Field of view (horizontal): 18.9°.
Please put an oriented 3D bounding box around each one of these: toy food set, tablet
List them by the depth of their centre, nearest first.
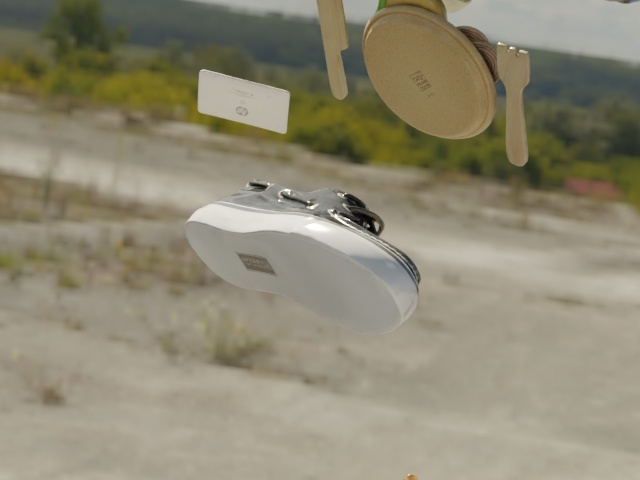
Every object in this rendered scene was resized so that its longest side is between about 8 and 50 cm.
[{"bbox_3d":[0.088,-0.137,1.481,0.192,0.132,0.038,24,52,29],"label":"toy food set"},{"bbox_3d":[-0.069,-0.123,1.703,0.083,0.054,0.006,15,50,7],"label":"tablet"}]

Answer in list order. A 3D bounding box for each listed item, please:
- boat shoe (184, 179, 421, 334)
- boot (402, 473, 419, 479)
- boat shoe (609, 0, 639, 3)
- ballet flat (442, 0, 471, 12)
[{"bbox_3d":[0.000,0.000,1.230,0.076,0.080,0.228,-41,25,-22],"label":"boat shoe"},{"bbox_3d":[0.183,0.355,2.211,0.096,0.264,0.280,-31,42,-9],"label":"boot"},{"bbox_3d":[0.308,-0.266,1.446,0.258,0.109,0.089,-23,-27,26],"label":"boat shoe"},{"bbox_3d":[0.113,-0.224,1.531,0.231,0.077,0.077,-24,3,-41],"label":"ballet flat"}]
